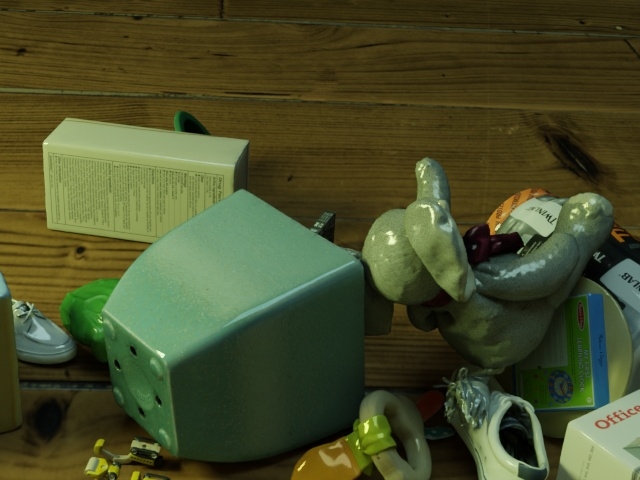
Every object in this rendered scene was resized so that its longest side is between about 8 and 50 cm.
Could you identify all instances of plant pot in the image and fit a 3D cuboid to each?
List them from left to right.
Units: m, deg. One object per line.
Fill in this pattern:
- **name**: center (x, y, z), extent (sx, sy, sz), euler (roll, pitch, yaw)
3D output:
- **plant pot**: center (-0.119, 0.123, 1.424), extent (0.252, 0.247, 0.247), euler (-24, 38, -33)

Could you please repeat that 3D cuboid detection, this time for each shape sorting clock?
- **shape sorting clock**: center (0.305, 0.145, 1.480), extent (0.040, 0.206, 0.206), euler (9, 20, -40)

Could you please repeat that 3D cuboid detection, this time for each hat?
- **hat**: center (-0.270, -0.110, 2.021), extent (0.183, 0.173, 0.208), euler (-29, 26, 13)

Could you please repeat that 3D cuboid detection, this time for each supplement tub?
- **supplement tub**: center (0.367, 0.070, 1.592), extent (0.193, 0.194, 0.316), euler (-15, 40, -30)

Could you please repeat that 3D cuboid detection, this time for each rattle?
- **rattle**: center (0.071, 0.252, 1.425), extent (0.130, 0.143, 0.199), euler (43, 19, 3)

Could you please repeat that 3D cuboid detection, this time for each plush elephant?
- **plush elephant**: center (0.153, 0.027, 1.420), extent (0.271, 0.255, 0.330), euler (-18, 34, 45)

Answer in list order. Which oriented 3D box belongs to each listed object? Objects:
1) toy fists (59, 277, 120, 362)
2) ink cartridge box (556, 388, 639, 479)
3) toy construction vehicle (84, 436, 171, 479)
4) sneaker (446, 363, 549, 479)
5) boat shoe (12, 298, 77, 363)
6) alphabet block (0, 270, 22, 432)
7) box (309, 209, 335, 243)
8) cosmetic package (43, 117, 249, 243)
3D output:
- **toy fists**: center (-0.210, 0.091, 1.604), extent (0.279, 0.096, 0.142), euler (-16, 17, -38)
- **ink cartridge box**: center (0.431, 0.286, 1.317), extent (0.198, 0.115, 0.273), euler (-16, 35, -32)
- **toy construction vehicle**: center (-0.221, 0.268, 1.361), extent (0.098, 0.035, 0.086), euler (11, 30, -4)
- **sneaker**: center (0.223, 0.224, 1.414), extent (0.094, 0.091, 0.258), euler (13, 29, -20)
- **boat shoe**: center (-0.407, 0.111, 1.586), extent (0.184, 0.063, 0.066), euler (22, 33, 29)
- **alphabet block**: center (-0.483, 0.120, 1.425), extent (0.193, 0.197, 0.192), euler (-10, 32, -22)
- **box**: center (0.000, 0.000, 1.832), extent (0.018, 0.067, 0.083), euler (13, 31, 17)
- **cosmetic package**: center (-0.275, -0.089, 1.867), extent (0.309, 0.160, 0.113), euler (8, 29, 6)
